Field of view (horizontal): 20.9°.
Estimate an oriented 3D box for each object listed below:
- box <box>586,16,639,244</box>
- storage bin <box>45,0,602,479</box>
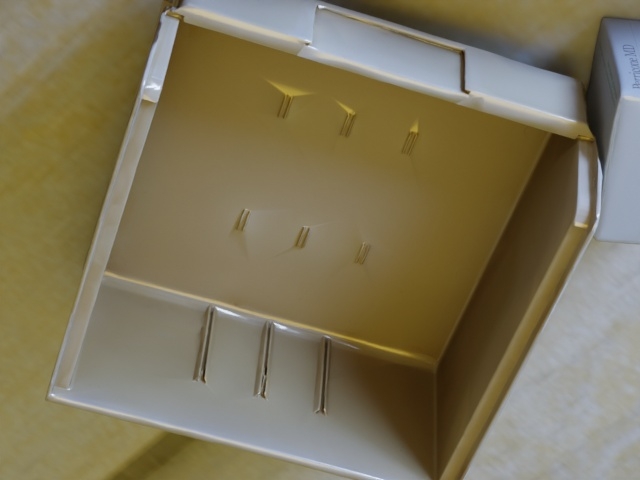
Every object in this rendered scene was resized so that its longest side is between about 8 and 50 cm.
[{"bbox_3d":[0.203,-0.063,1.014,0.087,0.101,0.102,4,123,0],"label":"box"},{"bbox_3d":[0.000,0.000,1.039,0.262,0.123,0.260,16,128,-8],"label":"storage bin"}]
